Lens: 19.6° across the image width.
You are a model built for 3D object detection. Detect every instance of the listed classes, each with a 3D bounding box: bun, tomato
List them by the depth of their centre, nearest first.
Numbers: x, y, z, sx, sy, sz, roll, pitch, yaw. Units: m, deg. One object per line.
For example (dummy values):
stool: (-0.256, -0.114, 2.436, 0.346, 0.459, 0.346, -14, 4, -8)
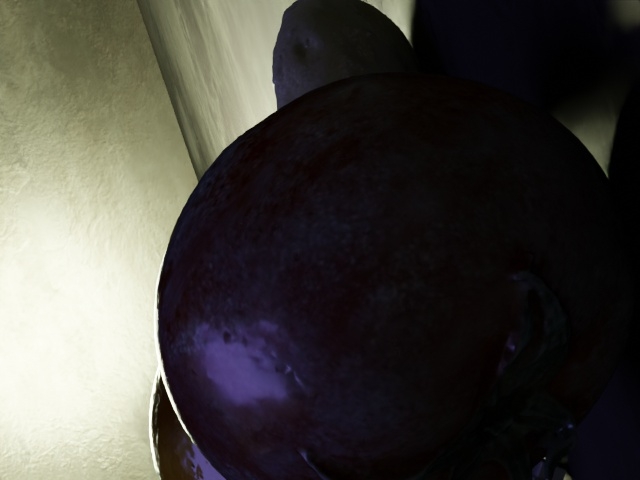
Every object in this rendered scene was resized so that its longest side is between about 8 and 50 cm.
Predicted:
tomato: (0.052, 0.044, 1.205, 0.282, 0.317, 0.316, 48, 160, 31)
bun: (0.031, -0.099, 1.608, 0.231, 0.133, 0.231, 1, -90, -85)

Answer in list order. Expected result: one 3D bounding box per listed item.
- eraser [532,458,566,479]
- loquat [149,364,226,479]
eraser: (0.176, 0.247, 1.591, 0.052, 0.029, 0.122, -173, 100, -81)
loquat: (0.020, 0.138, 1.659, 0.359, 0.328, 0.328, -65, 35, 33)
